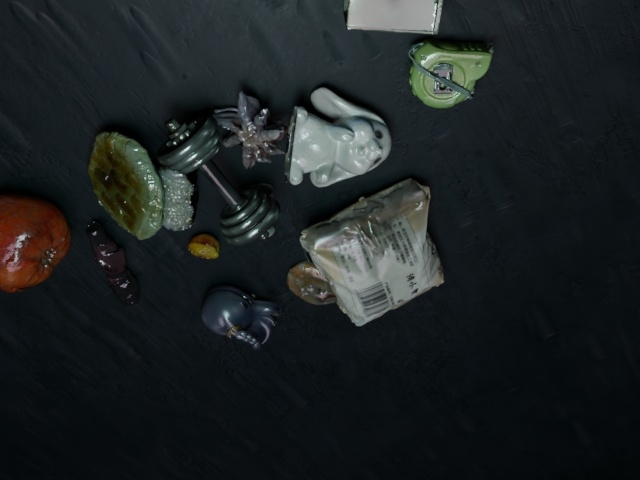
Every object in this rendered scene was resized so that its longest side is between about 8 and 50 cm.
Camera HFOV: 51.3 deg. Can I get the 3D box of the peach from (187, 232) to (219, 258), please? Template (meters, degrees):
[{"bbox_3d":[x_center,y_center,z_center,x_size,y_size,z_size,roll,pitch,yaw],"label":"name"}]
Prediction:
[{"bbox_3d":[-0.348,0.013,2.013,0.098,0.061,0.098,9,148,6],"label":"peach"}]

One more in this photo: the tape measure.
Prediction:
[{"bbox_3d":[0.307,-0.413,1.649,0.200,0.106,0.175,5,126,-3],"label":"tape measure"}]

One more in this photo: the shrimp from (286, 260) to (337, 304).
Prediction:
[{"bbox_3d":[0.039,0.161,2.145,0.317,0.062,0.164,21,130,-12],"label":"shrimp"}]

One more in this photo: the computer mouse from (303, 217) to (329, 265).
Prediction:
[{"bbox_3d":[0.000,0.000,2.006,0.106,0.062,0.192,-9,135,-11],"label":"computer mouse"}]

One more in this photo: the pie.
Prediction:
[{"bbox_3d":[-0.524,-0.150,1.780,0.306,0.071,0.306,16,119,31],"label":"pie"}]

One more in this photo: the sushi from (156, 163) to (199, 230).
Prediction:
[{"bbox_3d":[-0.411,-0.135,1.856,0.147,0.115,0.212,-2,128,-4],"label":"sushi"}]

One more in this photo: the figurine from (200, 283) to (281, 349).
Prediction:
[{"bbox_3d":[-0.253,0.242,2.141,0.265,0.197,0.175,16,91,-10],"label":"figurine"}]

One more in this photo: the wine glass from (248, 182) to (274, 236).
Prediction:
[{"bbox_3d":[-0.165,-0.086,1.930,0.073,0.073,0.155,-3,131,1],"label":"wine glass"}]

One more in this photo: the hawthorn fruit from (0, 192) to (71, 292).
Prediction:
[{"bbox_3d":[-0.872,-0.018,1.862,0.307,0.276,0.276,34,123,-4],"label":"hawthorn fruit"}]

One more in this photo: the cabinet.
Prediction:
[{"bbox_3d":[0.161,-0.560,1.498,0.206,0.150,0.145,2,125,-3],"label":"cabinet"}]

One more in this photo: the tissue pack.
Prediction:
[{"bbox_3d":[0.168,0.045,1.946,0.390,0.195,0.375,-23,126,-3],"label":"tissue pack"}]

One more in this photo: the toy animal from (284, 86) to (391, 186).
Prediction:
[{"bbox_3d":[0.031,-0.247,1.742,0.289,0.174,0.249,23,113,-17],"label":"toy animal"}]

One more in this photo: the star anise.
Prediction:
[{"bbox_3d":[-0.174,-0.283,1.724,0.236,0.093,0.229,10,134,34],"label":"star anise"}]

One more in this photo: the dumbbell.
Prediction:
[{"bbox_3d":[-0.261,-0.152,1.732,0.179,0.179,0.406,-27,119,20],"label":"dumbbell"}]

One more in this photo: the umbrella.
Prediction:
[{"bbox_3d":[-0.631,0.073,2.040,0.090,0.094,0.326,27,143,35],"label":"umbrella"}]
